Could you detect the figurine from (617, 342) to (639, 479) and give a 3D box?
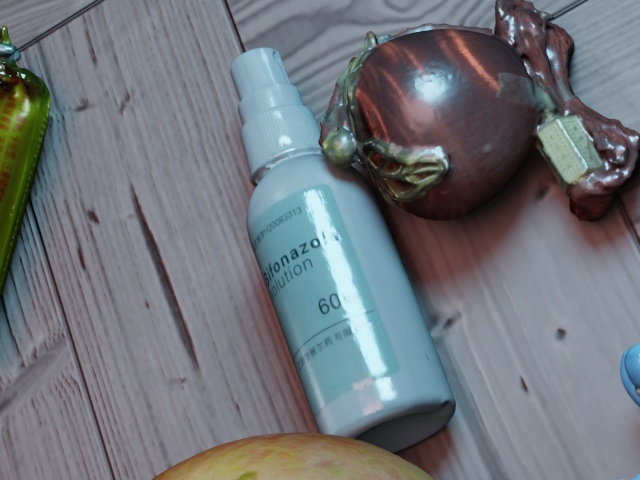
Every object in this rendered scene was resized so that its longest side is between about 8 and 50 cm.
[{"bbox_3d":[0.297,0.112,1.218,0.262,0.154,0.180,-47,72,5],"label":"figurine"}]

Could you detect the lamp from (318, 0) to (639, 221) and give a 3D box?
[{"bbox_3d":[0.117,-0.091,1.363,0.223,0.151,0.215,-31,69,14],"label":"lamp"}]

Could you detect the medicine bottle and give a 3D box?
[{"bbox_3d":[0.000,0.000,1.419,0.110,0.110,0.352,-29,65,18],"label":"medicine bottle"}]

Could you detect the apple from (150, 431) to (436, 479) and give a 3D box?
[{"bbox_3d":[-0.027,0.315,1.227,0.363,0.364,0.364,-7,73,25],"label":"apple"}]

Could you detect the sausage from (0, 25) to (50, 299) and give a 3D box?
[{"bbox_3d":[-0.321,-0.042,1.589,0.125,0.117,0.317,9,81,38],"label":"sausage"}]
